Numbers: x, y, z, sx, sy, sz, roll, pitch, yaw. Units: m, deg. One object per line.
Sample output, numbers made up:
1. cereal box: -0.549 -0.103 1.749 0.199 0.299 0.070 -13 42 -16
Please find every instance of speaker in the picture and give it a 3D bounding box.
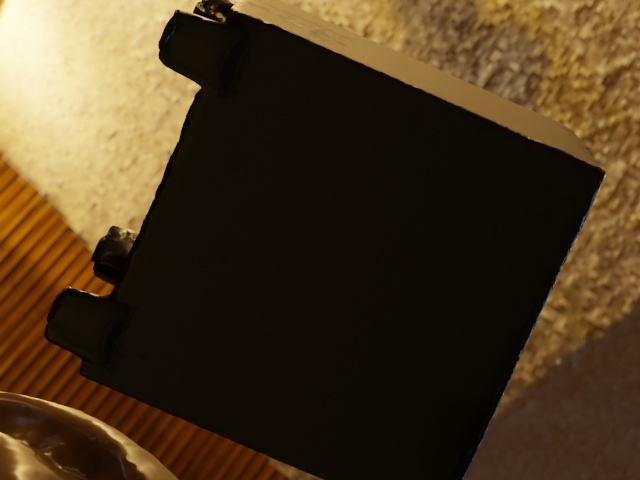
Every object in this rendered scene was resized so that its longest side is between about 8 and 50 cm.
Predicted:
1. speaker: 0.000 0.000 0.932 0.254 0.184 0.232 23 -79 -2

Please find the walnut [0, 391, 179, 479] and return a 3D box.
1. walnut: -0.213 0.294 0.997 0.383 0.383 0.383 23 -37 19
